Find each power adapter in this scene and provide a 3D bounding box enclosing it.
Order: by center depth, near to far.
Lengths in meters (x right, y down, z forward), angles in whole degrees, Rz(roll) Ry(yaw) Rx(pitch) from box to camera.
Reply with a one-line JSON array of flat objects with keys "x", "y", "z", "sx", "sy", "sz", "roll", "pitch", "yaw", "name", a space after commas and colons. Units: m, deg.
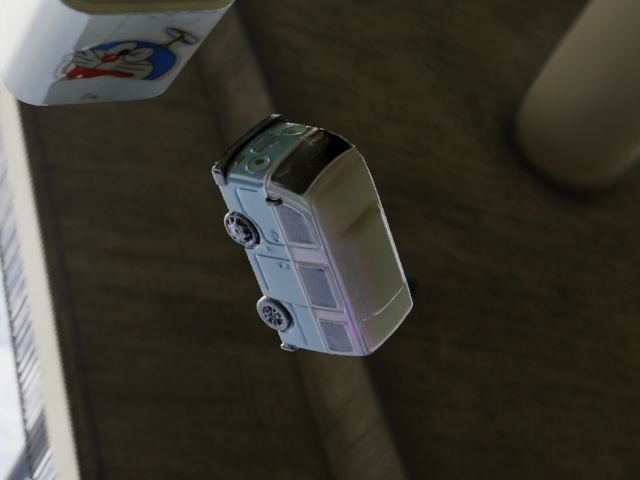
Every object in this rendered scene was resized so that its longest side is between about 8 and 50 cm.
[{"x": -0.126, "y": -0.183, "z": 0.841, "sx": 0.130, "sy": 0.205, "sz": 0.125, "roll": -7, "pitch": -106, "yaw": -27, "name": "power adapter"}]

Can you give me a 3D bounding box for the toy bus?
[{"x": 0.000, "y": 0.000, "z": 0.704, "sx": 0.075, "sy": 0.123, "sz": 0.060, "roll": 10, "pitch": -137, "yaw": 39, "name": "toy bus"}]
